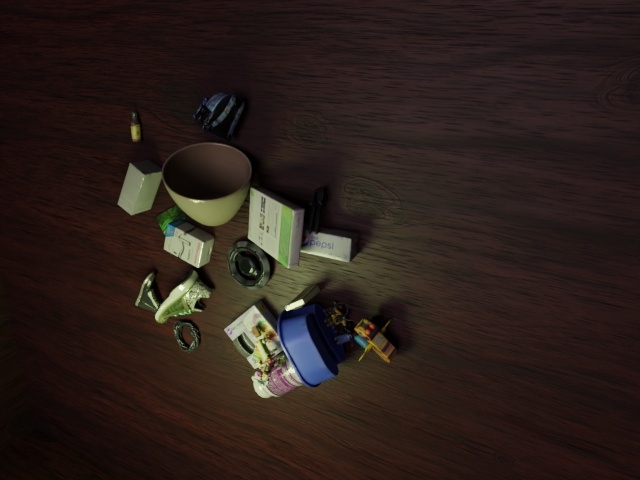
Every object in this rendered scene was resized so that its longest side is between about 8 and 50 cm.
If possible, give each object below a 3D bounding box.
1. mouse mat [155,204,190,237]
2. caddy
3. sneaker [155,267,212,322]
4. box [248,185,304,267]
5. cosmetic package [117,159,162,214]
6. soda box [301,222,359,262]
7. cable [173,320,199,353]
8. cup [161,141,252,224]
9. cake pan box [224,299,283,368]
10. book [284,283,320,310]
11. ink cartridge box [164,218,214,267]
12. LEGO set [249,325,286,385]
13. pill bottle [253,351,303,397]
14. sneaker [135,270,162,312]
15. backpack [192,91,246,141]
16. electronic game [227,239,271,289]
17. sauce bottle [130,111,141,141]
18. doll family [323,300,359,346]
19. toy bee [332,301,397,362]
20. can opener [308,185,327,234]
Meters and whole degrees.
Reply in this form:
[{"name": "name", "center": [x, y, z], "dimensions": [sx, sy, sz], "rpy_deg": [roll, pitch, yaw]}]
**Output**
[{"name": "mouse mat", "center": [-0.698, -0.079, 1.916], "dimensions": [0.190, 0.007, 0.152], "rpy_deg": [-22, 97, 30]}, {"name": "caddy", "center": [-0.049, 0.428, 1.646], "dimensions": [0.179, 0.241, 0.341], "rpy_deg": [-25, 94, 21]}, {"name": "sneaker", "center": [-0.669, 0.318, 1.972], "dimensions": [0.182, 0.158, 0.410], "rpy_deg": [38, 126, -11]}, {"name": "box", "center": [-0.182, -0.060, 1.567], "dimensions": [0.322, 0.059, 0.232], "rpy_deg": [32, 123, 47]}, {"name": "cosmetic package", "center": [-0.829, -0.246, 1.852], "dimensions": [0.107, 0.127, 0.237], "rpy_deg": [35, 117, 10]}, {"name": "soda box", "center": [0.000, 0.000, 1.562], "dimensions": [0.287, 0.091, 0.097], "rpy_deg": [11, 110, 22]}, {"name": "cable", "center": [-0.691, 0.505, 2.096], "dimensions": [0.151, 0.047, 0.184], "rpy_deg": [-1, 104, 20]}, {"name": "cup", "center": [-0.436, -0.195, 1.604], "dimensions": [0.331, 0.331, 0.236], "rpy_deg": [27, 143, 15]}, {"name": "cake pan box", "center": [-0.294, 0.441, 1.869], "dimensions": [0.267, 0.070, 0.245], "rpy_deg": [-39, 86, 30]}, {"name": "book", "center": [-0.074, 0.237, 1.648], "dimensions": [0.096, 0.144, 0.035], "rpy_deg": [-27, 94, 30]}, {"name": "ink cartridge box", "center": [-0.607, 0.012, 1.853], "dimensions": [0.203, 0.086, 0.148], "rpy_deg": [26, 117, 13]}, {"name": "LEGO set", "center": [-0.220, 0.477, 1.707], "dimensions": [0.107, 0.286, 0.132], "rpy_deg": [-37, 126, 18]}, {"name": "pill bottle", "center": [-0.162, 0.595, 1.798], "dimensions": [0.302, 0.169, 0.169], "rpy_deg": [-38, 89, 30]}, {"name": "sneaker", "center": [-0.864, 0.267, 2.084], "dimensions": [0.118, 0.083, 0.221], "rpy_deg": [26, 111, -6]}, {"name": "backpack", "center": [-0.380, -0.493, 1.543], "dimensions": [0.117, 0.158, 0.173], "rpy_deg": [46, 108, 26]}, {"name": "electronic game", "center": [-0.318, 0.110, 1.776], "dimensions": [0.230, 0.048, 0.229], "rpy_deg": [8, 110, 24]}, {"name": "sauce bottle", "center": [-0.834, -0.512, 1.811], "dimensions": [0.042, 0.042, 0.128], "rpy_deg": [13, 114, 21]}, {"name": "doll family", "center": [0.090, 0.344, 1.653], "dimensions": [0.112, 0.076, 0.192], "rpy_deg": [-25, 100, 26]}, {"name": "toy bee", "center": [0.184, 0.368, 1.538], "dimensions": [0.299, 0.162, 0.195], "rpy_deg": [23, 77, -10]}, {"name": "can opener", "center": [-0.018, -0.112, 1.516], "dimensions": [0.059, 0.073, 0.185], "rpy_deg": [9, 80, 20]}]
